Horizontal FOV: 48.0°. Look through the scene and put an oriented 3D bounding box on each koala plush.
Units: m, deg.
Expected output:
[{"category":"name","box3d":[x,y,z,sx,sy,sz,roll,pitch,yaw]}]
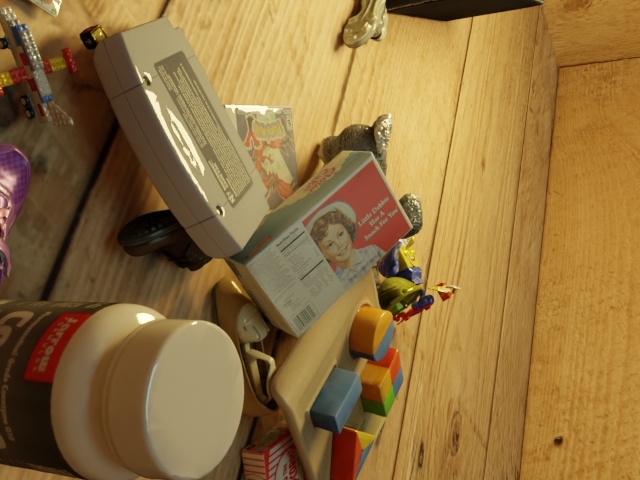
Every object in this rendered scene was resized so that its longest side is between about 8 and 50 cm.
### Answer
[{"category":"koala plush","box3d":[0.066,-0.122,1.312,0.203,0.196,0.221,29,59,-38]}]

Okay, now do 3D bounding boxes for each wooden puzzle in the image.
[{"category":"wooden puzzle","box3d":[0.060,0.258,1.257,0.322,0.081,0.347,-55,140,-38]}]

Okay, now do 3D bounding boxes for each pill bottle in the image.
[{"category":"pill bottle","box3d":[-0.227,0.137,0.675,0.161,0.283,0.161,6,83,-61]}]

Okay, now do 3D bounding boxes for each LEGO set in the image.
[{"category":"LEGO set","box3d":[-0.323,-0.237,0.753,0.244,0.060,0.182,32,62,-54]}]

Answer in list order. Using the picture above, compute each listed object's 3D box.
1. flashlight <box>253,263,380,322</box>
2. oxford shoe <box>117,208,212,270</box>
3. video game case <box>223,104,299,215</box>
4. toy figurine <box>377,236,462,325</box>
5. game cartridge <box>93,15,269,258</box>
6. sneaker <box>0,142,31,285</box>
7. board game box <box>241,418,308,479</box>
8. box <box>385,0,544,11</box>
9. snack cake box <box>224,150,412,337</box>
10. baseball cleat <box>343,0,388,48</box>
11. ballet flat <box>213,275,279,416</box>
[{"category":"flashlight","box3d":[-0.001,0.074,1.288,0.103,0.103,0.304,53,24,21]},{"category":"oxford shoe","box3d":[-0.182,0.000,0.975,0.227,0.083,0.096,-19,107,-60]},{"category":"video game case","box3d":[-0.098,-0.133,1.195,0.201,0.023,0.183,-19,105,-60]},{"category":"toy figurine","box3d":[0.139,0.064,1.554,0.363,0.191,0.217,1,59,-63]},{"category":"game cartridge","box3d":[-0.169,-0.131,0.919,0.297,0.062,0.198,63,25,-17]},{"category":"sneaker","box3d":[-0.331,0.002,0.680,0.095,0.105,0.236,56,41,-43]},{"category":"board game box","box3d":[-0.057,0.387,1.222,0.193,0.045,0.146,-20,107,-60]},{"category":"box","box3d":[0.350,-0.808,1.759,0.480,0.298,0.471,-24,108,-60]},{"category":"snack cake box","box3d":[0.000,0.000,1.102,0.264,0.089,0.152,-42,117,-18]},{"category":"baseball cleat","box3d":[0.108,-0.454,1.537,0.205,0.072,0.109,-65,148,-33]},{"category":"ballet flat","box3d":[-0.105,0.164,1.114,0.080,0.073,0.232,-33,117,-55]}]
